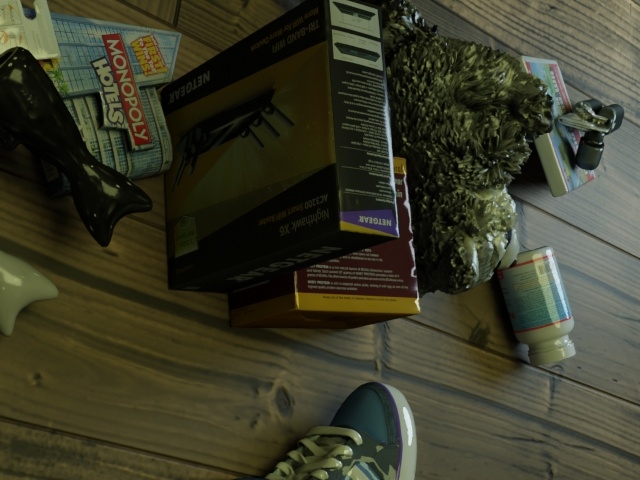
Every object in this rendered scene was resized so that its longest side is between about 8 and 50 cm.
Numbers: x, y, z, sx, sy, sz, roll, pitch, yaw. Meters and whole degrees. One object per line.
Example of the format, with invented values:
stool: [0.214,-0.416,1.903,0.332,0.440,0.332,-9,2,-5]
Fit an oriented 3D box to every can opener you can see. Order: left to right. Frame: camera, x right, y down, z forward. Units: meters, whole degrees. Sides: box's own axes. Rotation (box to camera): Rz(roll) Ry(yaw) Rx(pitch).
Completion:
can opener: [0.415,-0.174,1.673,0.280,0.074,0.093,-32,137,-65]

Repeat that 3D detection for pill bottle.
pill bottle: [0.312,0.094,1.557,0.087,0.087,0.160,-13,87,-42]

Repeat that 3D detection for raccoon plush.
raccoon plush: [0.092,-0.121,1.418,0.446,0.216,0.299,31,69,-1]

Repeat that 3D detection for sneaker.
sneaker: [-0.031,0.271,1.188,0.236,0.130,0.322,34,64,-34]

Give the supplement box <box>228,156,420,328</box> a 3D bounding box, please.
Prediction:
supplement box: [0.000,0.000,1.292,0.191,0.129,0.194,5,75,-39]

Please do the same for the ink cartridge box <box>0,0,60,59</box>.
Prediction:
ink cartridge box: [-0.367,-0.234,1.084,0.179,0.045,0.145,-13,86,-31]

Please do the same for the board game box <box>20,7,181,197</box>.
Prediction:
board game box: [-0.228,-0.162,1.191,0.194,0.060,0.194,-17,89,-41]

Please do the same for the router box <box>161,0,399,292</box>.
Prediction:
router box: [-0.055,-0.090,1.151,0.081,0.309,0.242,6,73,-38]

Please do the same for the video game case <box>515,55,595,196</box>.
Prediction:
video game case: [0.352,-0.175,1.630,0.285,0.025,0.204,-19,91,-67]

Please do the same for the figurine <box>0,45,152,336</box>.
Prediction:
figurine: [-0.299,-0.040,1.052,0.215,0.092,0.209,-45,114,-13]
